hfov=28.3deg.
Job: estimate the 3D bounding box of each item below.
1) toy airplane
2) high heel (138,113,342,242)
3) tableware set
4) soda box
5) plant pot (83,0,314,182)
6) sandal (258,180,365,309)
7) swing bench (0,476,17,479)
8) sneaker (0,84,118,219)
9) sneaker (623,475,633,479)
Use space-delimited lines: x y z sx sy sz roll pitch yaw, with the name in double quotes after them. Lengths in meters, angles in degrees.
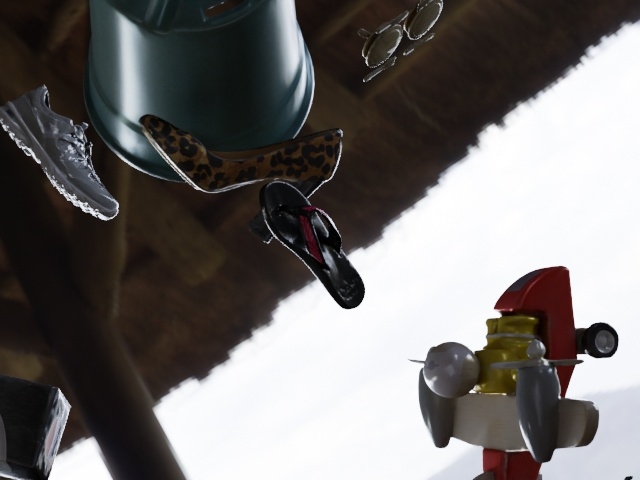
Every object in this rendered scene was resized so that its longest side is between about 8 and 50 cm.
0.268 0.256 1.945 0.272 0.384 0.386 25 -57 -19 "toy airplane"
-0.101 -0.138 1.703 0.261 0.093 0.186 39 -85 -28 "high heel"
0.136 -0.366 2.183 0.194 0.039 0.128 -37 -22 -32 "tableware set"
-0.256 0.111 0.834 0.169 0.060 0.053 12 -24 4 "soda box"
-0.171 -0.301 1.726 0.341 0.341 0.334 -28 -18 -14 "plant pot"
0.000 0.000 1.417 0.040 0.179 0.067 -23 23 45 "sandal"
-0.543 0.381 1.596 0.255 0.253 0.165 -38 -44 -53 "swing bench"
-0.442 -0.158 2.220 0.115 0.281 0.105 -42 -3 -11 "sneaker"
0.237 0.202 0.871 0.069 0.098 0.038 -51 16 -21 "sneaker"
